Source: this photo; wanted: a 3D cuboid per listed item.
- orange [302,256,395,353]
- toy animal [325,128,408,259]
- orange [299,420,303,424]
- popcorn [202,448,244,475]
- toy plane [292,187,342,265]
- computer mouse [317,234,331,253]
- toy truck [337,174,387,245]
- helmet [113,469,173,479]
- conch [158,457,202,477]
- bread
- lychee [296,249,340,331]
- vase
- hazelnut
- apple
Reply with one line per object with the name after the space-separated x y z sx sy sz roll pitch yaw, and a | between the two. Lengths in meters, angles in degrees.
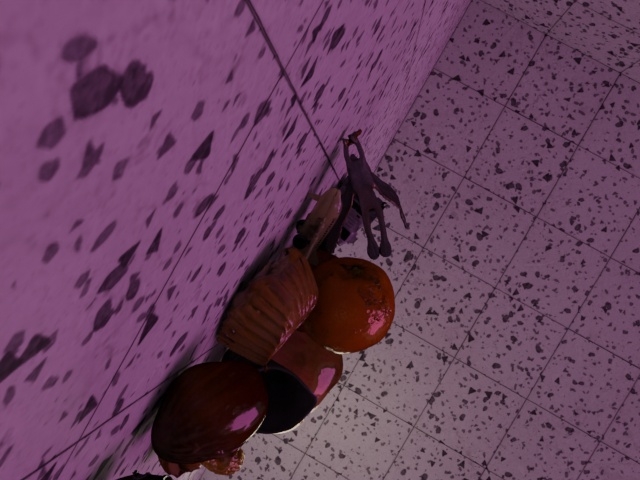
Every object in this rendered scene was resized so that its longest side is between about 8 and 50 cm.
0.063 0.160 1.446 0.246 0.246 0.246 -60 176 -7 | orange
0.092 -0.115 1.403 0.284 0.225 0.301 -82 159 -86 | toy animal
-0.171 0.617 2.472 0.423 0.326 0.424 -60 178 -4 | orange
-0.383 0.776 2.142 0.140 0.194 0.163 -55 -143 -4 | popcorn
-0.014 -0.031 1.438 0.229 0.093 0.244 -77 -174 -57 | toy plane
0.000 0.000 1.782 0.062 0.106 0.192 -42 169 -38 | computer mouse
0.099 -0.097 1.954 0.178 0.176 0.363 -49 180 15 | toy truck
-0.288 0.463 0.888 0.189 0.193 0.215 97 11 -73 | helmet
-0.314 0.438 1.270 0.109 0.093 0.330 -40 147 -23 | conch
-0.104 0.145 1.285 0.274 0.149 0.274 -53 177 -4 | bread
-0.026 0.144 1.692 0.255 0.300 0.255 -4 90 -70 | lychee
-0.171 0.337 1.405 0.301 0.251 0.156 -163 -101 -68 | vase
-0.203 0.318 1.058 0.212 0.181 0.180 -51 -158 37 | hazelnut
-0.095 0.415 2.000 0.363 0.364 0.364 -60 176 -7 | apple
